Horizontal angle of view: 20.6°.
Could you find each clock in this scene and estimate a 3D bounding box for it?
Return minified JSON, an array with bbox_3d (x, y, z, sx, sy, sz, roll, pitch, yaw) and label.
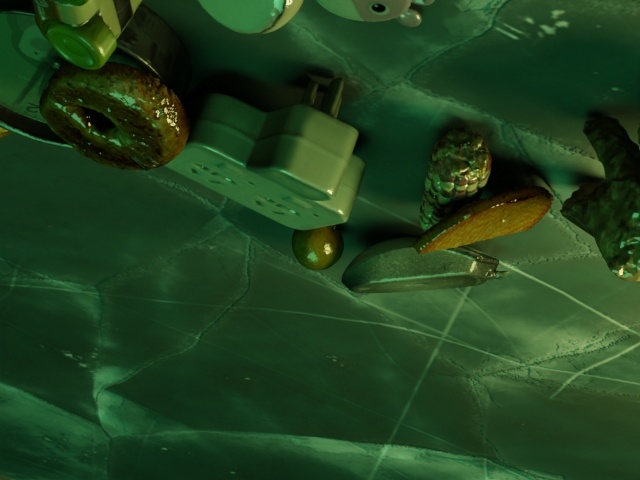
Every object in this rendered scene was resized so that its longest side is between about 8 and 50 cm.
[{"bbox_3d":[-0.316,-0.211,2.124,0.318,0.066,0.319,10,154,5],"label":"clock"}]

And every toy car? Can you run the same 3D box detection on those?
[{"bbox_3d":[-0.292,-0.312,1.859,0.235,0.145,0.235,25,155,13],"label":"toy car"}]

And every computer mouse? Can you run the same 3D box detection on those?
[{"bbox_3d":[0.140,0.027,2.393,0.229,0.068,0.113,-5,169,9],"label":"computer mouse"}]

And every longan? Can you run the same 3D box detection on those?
[{"bbox_3d":[0.000,0.000,2.406,0.075,0.075,0.083,31,106,-33],"label":"longan"}]

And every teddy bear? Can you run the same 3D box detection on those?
[{"bbox_3d":[0.402,-0.058,2.044,0.246,0.222,0.296,42,-172,6],"label":"teddy bear"}]

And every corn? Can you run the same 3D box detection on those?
[{"bbox_3d":[0.161,-0.063,2.196,0.079,0.080,0.237,13,156,-1],"label":"corn"}]

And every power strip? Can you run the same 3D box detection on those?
[{"bbox_3d":[-0.049,-0.119,2.155,0.229,0.141,0.261,25,165,-22],"label":"power strip"}]

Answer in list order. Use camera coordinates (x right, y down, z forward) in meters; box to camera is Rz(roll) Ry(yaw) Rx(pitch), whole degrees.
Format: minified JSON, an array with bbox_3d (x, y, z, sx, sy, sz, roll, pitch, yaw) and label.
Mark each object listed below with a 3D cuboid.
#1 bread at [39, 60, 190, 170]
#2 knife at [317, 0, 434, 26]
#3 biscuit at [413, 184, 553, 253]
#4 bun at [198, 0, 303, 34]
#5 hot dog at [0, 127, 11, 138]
[{"bbox_3d":[-0.240,-0.150,2.074,0.193,0.064,0.193,15,151,8],"label":"bread"},{"bbox_3d":[0.079,-0.321,1.763,0.132,0.038,0.399,12,153,-5],"label":"knife"},{"bbox_3d":[0.216,-0.033,2.189,0.206,0.025,0.126,-12,158,-38],"label":"biscuit"},{"bbox_3d":[-0.066,-0.288,1.836,0.138,0.094,0.138,19,127,28],"label":"bun"},{"bbox_3d":[-0.481,-0.140,2.354,0.066,0.047,0.215,-14,178,-43],"label":"hot dog"}]
